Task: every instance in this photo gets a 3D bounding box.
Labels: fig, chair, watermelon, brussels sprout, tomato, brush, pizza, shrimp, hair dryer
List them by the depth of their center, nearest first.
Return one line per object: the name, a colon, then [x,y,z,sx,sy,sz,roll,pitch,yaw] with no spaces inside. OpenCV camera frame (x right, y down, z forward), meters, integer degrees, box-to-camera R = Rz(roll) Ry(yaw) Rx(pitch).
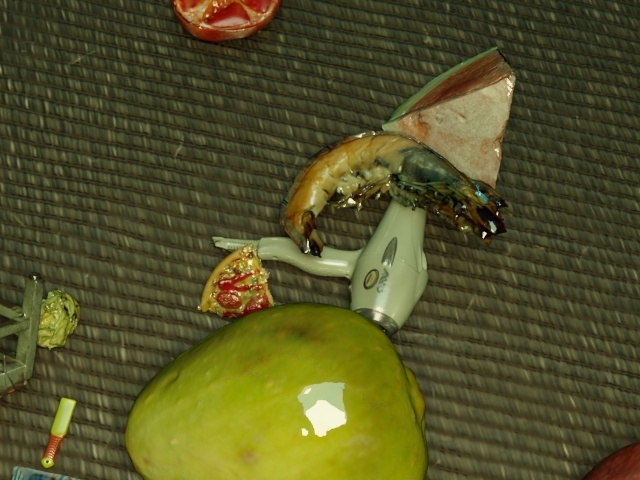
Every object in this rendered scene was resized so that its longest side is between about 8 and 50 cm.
fig: [-0.049,0.197,1.136,0.326,0.258,0.258,-5,68,7]
chair: [-0.419,0.154,1.193,0.136,0.147,0.270,19,110,25]
brush: [-0.303,0.224,1.228,0.018,0.021,0.083,13,63,0]
shrimp: [0.076,-0.040,1.260,0.222,0.054,0.290,-39,46,-27]
brussels sprout: [-0.322,0.094,1.263,0.085,0.058,0.085,-16,44,16]
pizza: [-0.096,0.051,1.274,0.100,0.029,0.099,10,106,6]
hair dryer: [0.031,-0.020,1.325,0.267,0.092,0.229,29,62,18]
watermelon: [0.210,-0.161,1.349,0.136,0.202,0.207,44,70,-28]
tomato: [-0.122,-0.325,1.429,0.155,0.069,0.156,0,66,-1]

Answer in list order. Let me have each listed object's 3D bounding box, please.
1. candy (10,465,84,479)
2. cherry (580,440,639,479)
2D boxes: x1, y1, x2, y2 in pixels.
candy: [-0.294,0.304,1.190,0.136,0.038,0.088,6,65,9]
cherry: [0.413,0.335,1.080,0.326,0.335,0.291,21,50,-20]
